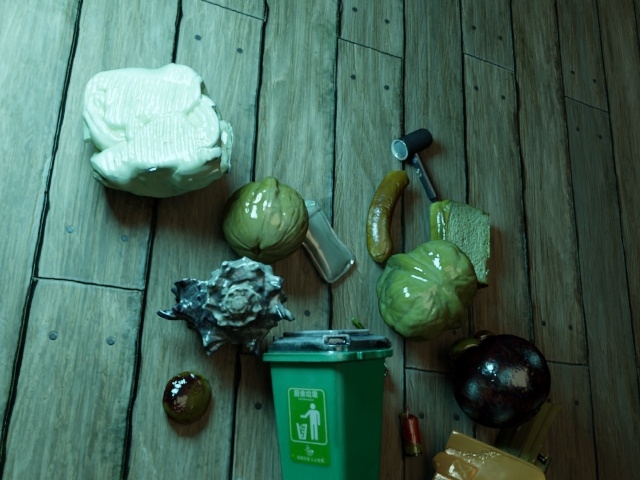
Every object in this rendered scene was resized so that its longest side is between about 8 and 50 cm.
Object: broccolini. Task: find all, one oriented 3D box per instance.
[{"bbox_3d":[0.138,0.300,1.750,0.052,0.054,0.194,-15,74,-61],"label":"broccolini"}]

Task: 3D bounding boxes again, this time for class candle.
[{"bbox_3d":[0.248,0.526,1.729,0.052,0.052,0.131,-2,76,-28],"label":"candle"}]

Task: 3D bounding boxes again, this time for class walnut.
[{"bbox_3d":[0.289,0.143,1.733,0.282,0.277,0.253,-19,79,-10],"label":"walnut"},{"bbox_3d":[-0.139,-0.053,1.600,0.228,0.228,0.228,8,72,-26],"label":"walnut"}]

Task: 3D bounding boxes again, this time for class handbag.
[{"bbox_3d":[0.391,0.741,1.627,0.303,0.116,0.410,19,60,26],"label":"handbag"}]

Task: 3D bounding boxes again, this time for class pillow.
[{"bbox_3d":[0.000,0.000,1.753,0.130,0.038,0.233,-37,95,-34],"label":"pillow"}]

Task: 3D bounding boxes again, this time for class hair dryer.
[{"bbox_3d":[0.331,-0.224,1.988,0.128,0.070,0.255,-31,99,-32],"label":"hair dryer"}]

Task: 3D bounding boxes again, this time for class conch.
[{"bbox_3d":[-0.217,0.145,1.465,0.186,0.313,0.241,-70,154,-49],"label":"conch"}]

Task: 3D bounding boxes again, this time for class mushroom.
[{"bbox_3d":[-0.311,0.369,1.476,0.123,0.052,0.123,9,73,-30],"label":"mushroom"}]

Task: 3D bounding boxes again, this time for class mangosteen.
[{"bbox_3d":[0.503,0.388,1.786,0.288,0.288,0.288,8,72,-26],"label":"mangosteen"}]

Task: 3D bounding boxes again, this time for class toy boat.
[{"bbox_3d":[0.590,0.649,1.824,0.162,0.136,0.445,39,60,-3],"label":"toy boat"}]

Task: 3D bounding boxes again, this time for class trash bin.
[{"bbox_3d":[0.030,0.409,1.524,0.295,0.259,0.381,9,78,-53],"label":"trash bin"}]

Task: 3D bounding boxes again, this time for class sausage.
[{"bbox_3d":[0.190,-0.078,1.853,0.103,0.076,0.302,26,65,-18],"label":"sausage"}]

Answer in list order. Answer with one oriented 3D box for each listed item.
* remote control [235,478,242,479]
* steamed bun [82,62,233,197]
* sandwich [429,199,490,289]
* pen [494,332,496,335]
[{"bbox_3d":[-0.191,0.650,1.472,0.061,0.029,0.162,-10,81,-31],"label":"remote control"},{"bbox_3d":[-0.380,-0.231,1.509,0.394,0.237,0.346,36,75,15],"label":"steamed bun"},{"bbox_3d":[0.430,0.012,1.948,0.226,0.087,0.251,16,68,-35],"label":"sandwich"},{"bbox_3d":[0.546,0.395,1.939,0.026,0.026,0.218,9,71,-26],"label":"pen"}]
